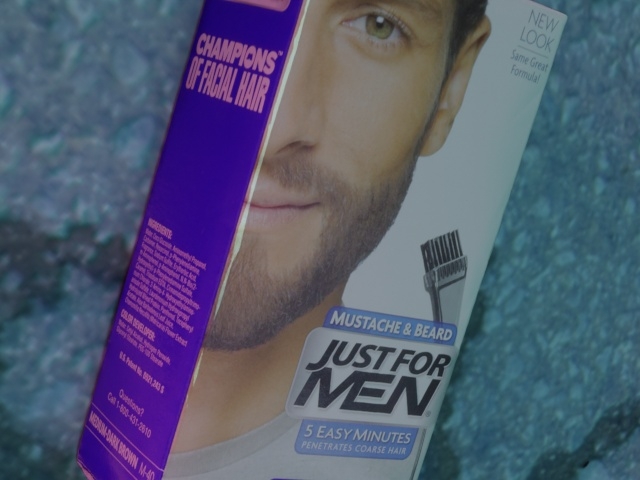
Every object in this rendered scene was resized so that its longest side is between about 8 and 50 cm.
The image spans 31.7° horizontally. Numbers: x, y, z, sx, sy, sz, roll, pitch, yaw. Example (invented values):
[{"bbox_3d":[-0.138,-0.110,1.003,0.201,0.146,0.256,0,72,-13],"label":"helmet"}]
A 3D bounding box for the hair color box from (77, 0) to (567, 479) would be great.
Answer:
[{"bbox_3d":[0.000,0.000,0.660,0.185,0.110,0.339,11,97,-36],"label":"hair color box"}]
